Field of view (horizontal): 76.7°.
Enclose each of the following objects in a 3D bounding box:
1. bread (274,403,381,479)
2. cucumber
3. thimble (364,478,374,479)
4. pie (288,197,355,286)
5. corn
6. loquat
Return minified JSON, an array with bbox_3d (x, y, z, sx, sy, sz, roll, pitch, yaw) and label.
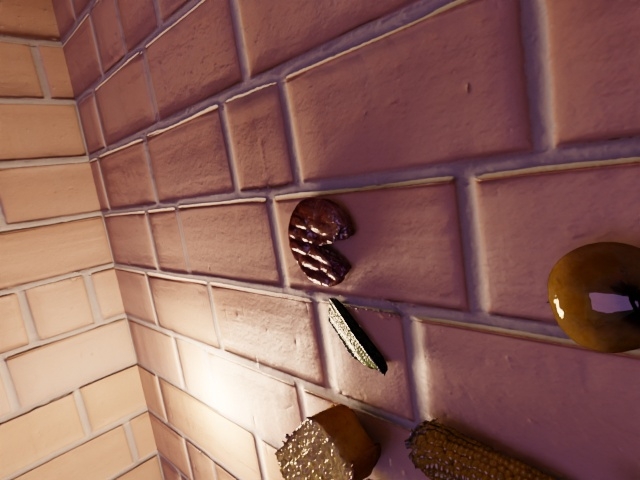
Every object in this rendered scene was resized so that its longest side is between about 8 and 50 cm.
[{"bbox_3d":[0.030,0.536,1.032,0.194,0.179,0.340,52,135,23],"label":"bread"},{"bbox_3d":[0.083,0.238,0.982,0.220,0.046,0.070,54,136,21],"label":"cucumber"},{"bbox_3d":[0.140,0.669,1.027,0.062,0.084,0.109,-6,96,46],"label":"thimble"},{"bbox_3d":[0.000,0.000,0.985,0.204,0.054,0.218,36,128,32],"label":"pie"},{"bbox_3d":[0.311,0.449,0.774,0.318,0.115,0.115,10,109,42],"label":"corn"},{"bbox_3d":[0.392,0.078,0.554,0.163,0.137,0.163,20,130,25],"label":"loquat"}]
